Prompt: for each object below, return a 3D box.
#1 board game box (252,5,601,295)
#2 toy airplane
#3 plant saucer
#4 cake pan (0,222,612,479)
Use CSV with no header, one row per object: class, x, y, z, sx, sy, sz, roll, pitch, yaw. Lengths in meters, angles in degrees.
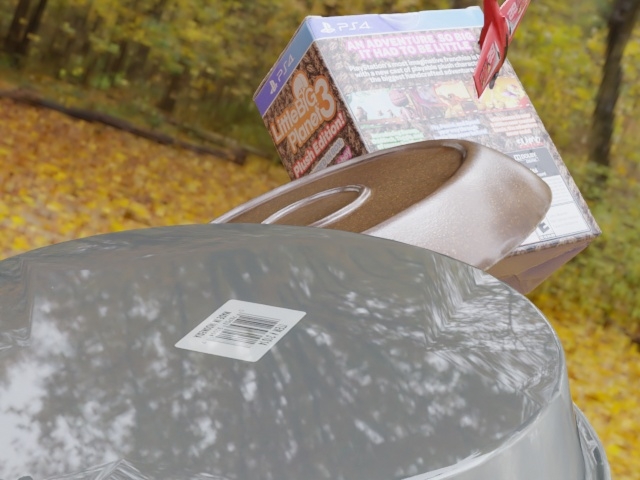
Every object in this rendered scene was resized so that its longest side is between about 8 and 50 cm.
board game box,0.104,-0.079,1.222,0.232,0.141,0.291,-10,66,-33
toy airplane,0.153,-0.199,1.053,0.028,0.151,0.151,16,4,19
plant saucer,0.000,0.000,0.805,0.311,0.050,0.310,-22,15,6
cake pan,-0.035,0.058,0.459,0.293,0.054,0.293,1,20,0
